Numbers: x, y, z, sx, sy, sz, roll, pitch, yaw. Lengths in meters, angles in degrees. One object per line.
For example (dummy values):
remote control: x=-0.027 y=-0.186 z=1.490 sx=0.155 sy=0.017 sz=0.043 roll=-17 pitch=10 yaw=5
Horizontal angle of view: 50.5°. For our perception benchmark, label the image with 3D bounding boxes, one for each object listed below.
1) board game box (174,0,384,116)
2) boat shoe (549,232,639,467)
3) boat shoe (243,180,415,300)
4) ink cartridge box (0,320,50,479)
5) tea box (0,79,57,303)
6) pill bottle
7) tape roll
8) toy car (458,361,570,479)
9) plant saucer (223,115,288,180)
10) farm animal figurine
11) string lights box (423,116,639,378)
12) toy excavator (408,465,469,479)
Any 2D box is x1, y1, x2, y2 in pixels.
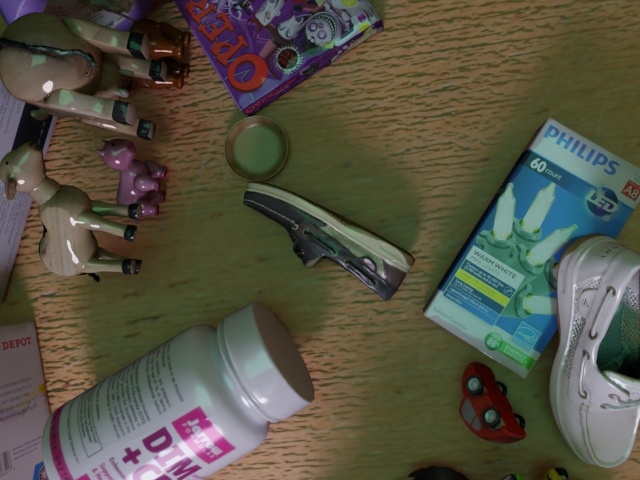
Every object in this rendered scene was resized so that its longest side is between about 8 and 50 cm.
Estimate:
board game box: x=-0.097 y=-0.358 z=0.860 sx=0.208 sy=0.056 sz=0.347 roll=-33 pitch=84 yaw=11
boat shoe: x=0.306 y=0.135 z=0.710 sx=0.098 sy=0.096 sz=0.277 roll=-17 pitch=111 yaw=-15
boat shoe: x=0.001 y=0.000 z=0.814 sx=0.223 sy=0.080 sz=0.073 roll=25 pitch=87 yaw=5
ink cartridge box: x=-0.451 y=0.231 z=0.832 sx=0.168 sy=0.171 sz=0.232 roll=-11 pitch=86 yaw=9
tea box: x=-0.545 y=-0.118 z=0.834 sx=0.324 sy=0.220 sz=0.329 roll=17 pitch=91 yaw=10
pill bottle: x=-0.160 y=0.198 z=0.791 sx=0.283 sy=0.160 sz=0.160 roll=-32 pitch=84 yaw=7
tape roll: x=-0.295 y=-0.310 z=0.817 sx=0.189 sy=0.189 sz=0.080 roll=-34 pitch=83 yaw=7
toy car: x=0.205 y=0.261 z=0.711 sx=0.053 sy=0.225 sz=0.239 roll=-43 pitch=82 yaw=25
plant saucer: x=-0.081 y=-0.116 z=0.863 sx=0.083 sy=0.015 sz=0.083 roll=0 pitch=88 yaw=8
farm animal figurine: x=-0.267 y=-0.142 z=0.748 sx=0.172 sy=0.327 sz=0.330 roll=11 pitch=72 yaw=-3
string lights box: x=0.241 y=0.008 z=0.776 sx=0.133 sy=0.077 sz=0.259 roll=32 pitch=93 yaw=8
toy excavator: x=0.232 y=0.469 z=0.721 sx=0.433 sy=0.222 sz=0.445 roll=-33 pitch=97 yaw=7
